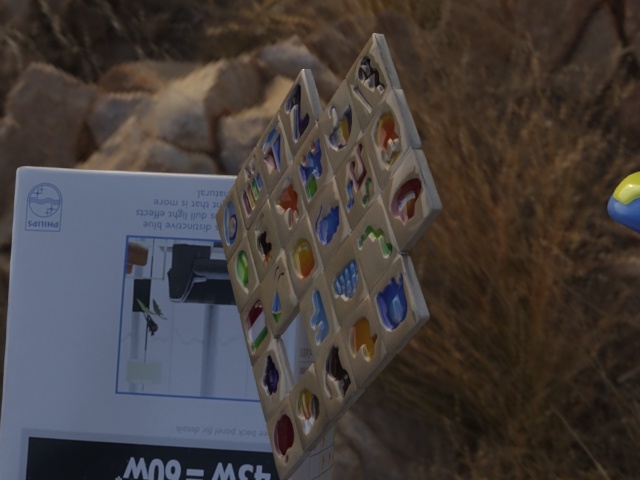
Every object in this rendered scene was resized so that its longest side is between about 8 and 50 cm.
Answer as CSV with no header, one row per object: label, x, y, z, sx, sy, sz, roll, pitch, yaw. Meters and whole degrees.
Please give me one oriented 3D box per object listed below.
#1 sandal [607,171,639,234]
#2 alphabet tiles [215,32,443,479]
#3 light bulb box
sandal,0.391,0.049,1.330,0.138,0.317,0.126,-55,17,12
alphabet tiles,0.000,0.000,0.828,0.237,0.009,0.198,-54,43,47
light bulb box,-0.107,0.141,1.179,0.225,0.358,0.361,3,85,6
